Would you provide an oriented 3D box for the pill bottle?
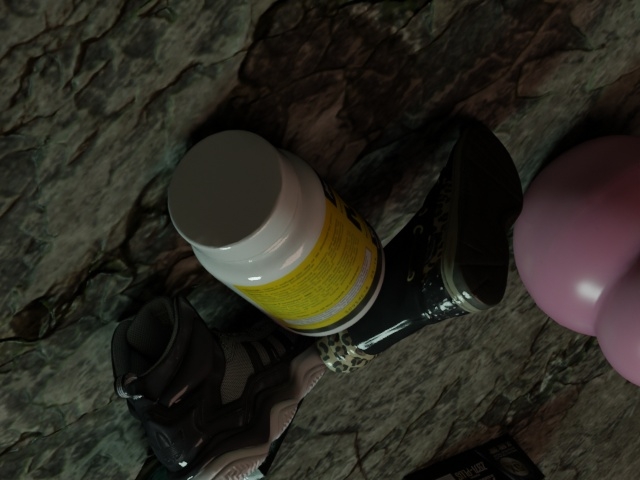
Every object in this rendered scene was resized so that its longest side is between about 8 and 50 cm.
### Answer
[{"bbox_3d":[-0.035,-0.005,1.453,0.119,0.119,0.208,-42,151,3],"label":"pill bottle"}]

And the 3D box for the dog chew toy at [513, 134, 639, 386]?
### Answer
[{"bbox_3d":[0.339,0.050,1.739,0.206,0.332,0.207,-28,148,-20],"label":"dog chew toy"}]

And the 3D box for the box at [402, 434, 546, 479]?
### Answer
[{"bbox_3d":[0.167,0.335,2.189,0.180,0.077,0.147,-17,144,-35],"label":"box"}]

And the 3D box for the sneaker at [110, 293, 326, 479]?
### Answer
[{"bbox_3d":[-0.085,0.093,1.544,0.101,0.153,0.268,-27,-162,34],"label":"sneaker"}]

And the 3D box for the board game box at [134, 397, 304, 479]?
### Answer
[{"bbox_3d":[-0.107,0.205,1.621,0.186,0.026,0.126,-31,-164,29],"label":"board game box"}]

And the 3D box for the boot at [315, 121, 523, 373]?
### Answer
[{"bbox_3d":[0.085,0.005,1.592,0.178,0.236,0.085,-31,117,31],"label":"boot"}]
